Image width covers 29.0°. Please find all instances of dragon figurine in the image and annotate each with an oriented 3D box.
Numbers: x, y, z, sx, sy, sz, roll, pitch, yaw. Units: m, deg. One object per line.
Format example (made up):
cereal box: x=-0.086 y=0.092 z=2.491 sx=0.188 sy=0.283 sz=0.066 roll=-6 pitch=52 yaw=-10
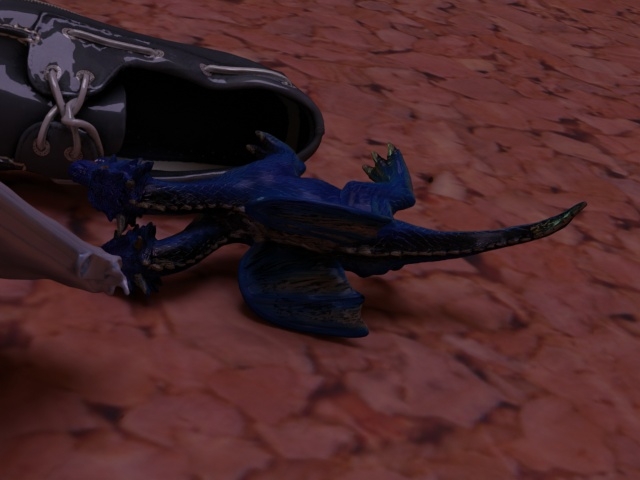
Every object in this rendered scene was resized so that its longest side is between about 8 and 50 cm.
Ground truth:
dragon figurine: x=0.000 y=0.000 z=0.720 sx=0.289 sy=0.085 sz=0.144 roll=13 pitch=26 yaw=10

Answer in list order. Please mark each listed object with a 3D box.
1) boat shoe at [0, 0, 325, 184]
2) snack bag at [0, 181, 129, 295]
boat shoe: x=-0.145 y=-0.091 z=0.789 sx=0.319 sy=0.116 sz=0.099 roll=7 pitch=4 yaw=-27
snack bag: x=-0.268 y=-0.039 z=0.469 sx=0.342 sy=0.037 sz=0.323 roll=8 pitch=-11 yaw=6
